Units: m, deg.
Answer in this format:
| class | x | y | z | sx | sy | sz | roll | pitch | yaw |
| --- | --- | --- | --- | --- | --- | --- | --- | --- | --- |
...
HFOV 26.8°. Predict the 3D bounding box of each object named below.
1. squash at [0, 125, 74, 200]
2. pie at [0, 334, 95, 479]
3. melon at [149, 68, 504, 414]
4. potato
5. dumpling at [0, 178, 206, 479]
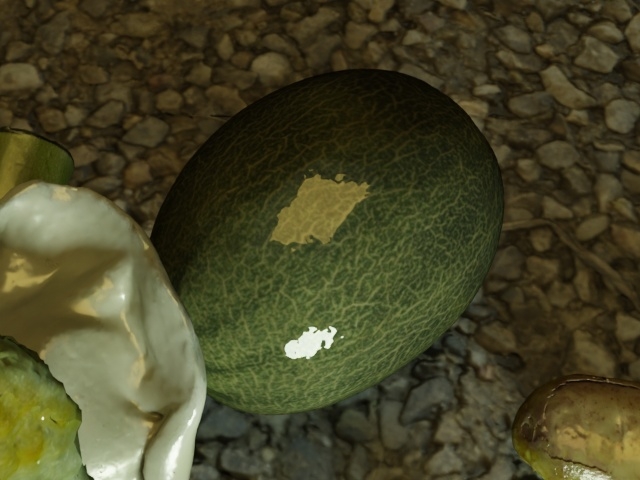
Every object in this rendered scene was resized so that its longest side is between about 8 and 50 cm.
| class | x | y | z | sx | sy | sz | roll | pitch | yaw |
| --- | --- | --- | --- | --- | --- | --- | --- | --- | --- |
| squash | -0.262 | 0.022 | 1.122 | 0.094 | 0.094 | 0.224 | 2 | 65 | -2 |
| pie | -0.274 | 0.253 | 0.717 | 0.181 | 0.418 | 0.395 | 9 | 27 | 32 |
| melon | 0.000 | 0.000 | 1.051 | 0.302 | 0.237 | 0.237 | -39 | 68 | -21 |
| potato | 0.236 | 0.161 | 1.059 | 0.171 | 0.080 | 0.107 | 5 | 66 | 4 |
| dumpling | -0.161 | 0.108 | 0.972 | 0.318 | 0.243 | 0.187 | 59 | 28 | 6 |
